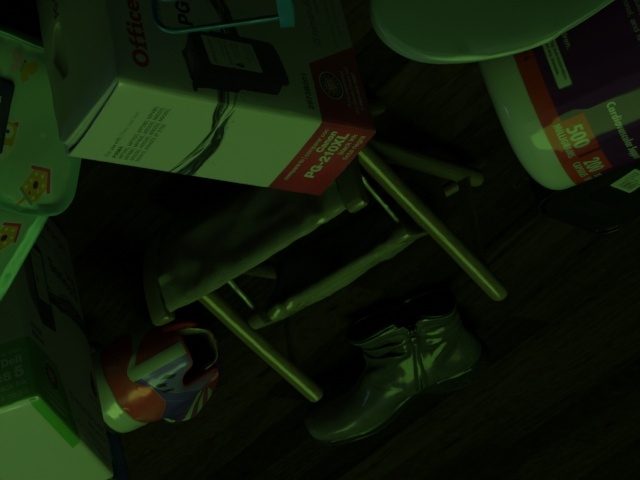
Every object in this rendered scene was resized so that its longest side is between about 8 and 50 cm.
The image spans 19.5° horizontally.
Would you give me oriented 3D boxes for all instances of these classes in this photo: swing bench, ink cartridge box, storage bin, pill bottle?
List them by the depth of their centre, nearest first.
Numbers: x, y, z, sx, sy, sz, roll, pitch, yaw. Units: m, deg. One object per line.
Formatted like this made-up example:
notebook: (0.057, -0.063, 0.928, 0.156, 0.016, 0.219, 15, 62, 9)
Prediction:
ink cartridge box: (-0.093, -0.145, 1.499, 0.237, 0.172, 0.100, 9, 142, -32)
pill bottle: (0.304, -0.178, 1.589, 0.323, 0.181, 0.181, -22, 149, 16)
ink cartridge box: (-0.294, 0.080, 1.703, 0.115, 0.273, 0.198, -19, 150, 5)
swing bench: (0.000, 0.000, 1.798, 0.253, 0.165, 0.254, -29, 141, 27)
storage bin: (0.300, -0.092, 1.829, 0.122, 0.084, 0.180, 17, 138, -41)

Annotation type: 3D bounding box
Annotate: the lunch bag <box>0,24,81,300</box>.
lunch bag: (-0.322, -0.068, 1.489, 0.223, 0.160, 0.262, 17, 117, -47)

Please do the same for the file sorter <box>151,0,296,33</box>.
file sorter: (-0.081, -0.238, 1.295, 0.104, 0.118, 0.170, -8, 150, 0)

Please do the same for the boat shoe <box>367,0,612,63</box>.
boat shoe: (0.202, -0.248, 1.477, 0.367, 0.136, 0.156, -31, -178, -1)

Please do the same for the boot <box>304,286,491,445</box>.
boot: (0.064, 0.137, 2.147, 0.246, 0.083, 0.161, -27, 141, 12)

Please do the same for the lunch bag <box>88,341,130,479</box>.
lunch bag: (-0.445, 0.256, 1.938, 0.385, 0.239, 0.328, -19, 166, 32)

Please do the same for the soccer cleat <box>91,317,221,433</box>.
soccer cleat: (-0.142, 0.127, 1.913, 0.116, 0.108, 0.318, -28, 175, 13)
